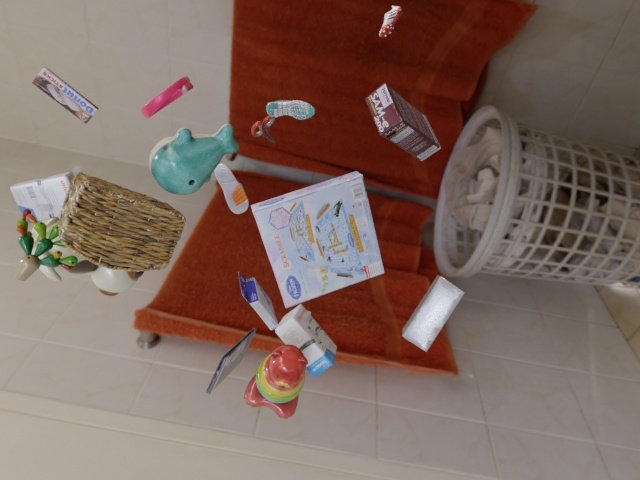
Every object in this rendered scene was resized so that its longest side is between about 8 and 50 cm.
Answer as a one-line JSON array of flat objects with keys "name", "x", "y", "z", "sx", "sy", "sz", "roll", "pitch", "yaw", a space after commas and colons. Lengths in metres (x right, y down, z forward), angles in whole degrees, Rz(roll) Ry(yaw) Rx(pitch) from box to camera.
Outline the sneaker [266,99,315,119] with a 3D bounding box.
[{"name": "sneaker", "x": -0.096, "y": -0.455, "z": 1.486, "sx": 0.076, "sy": 0.166, "sz": 0.065, "roll": -66, "pitch": -17, "yaw": -56}]

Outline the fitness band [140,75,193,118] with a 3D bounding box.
[{"name": "fitness band", "x": -0.603, "y": -0.563, "z": 1.722, "sx": 0.054, "sy": 0.209, "sz": 0.291, "roll": 53, "pitch": -169, "yaw": -23}]

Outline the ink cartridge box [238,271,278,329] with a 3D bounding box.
[{"name": "ink cartridge box", "x": -0.275, "y": 0.254, "z": 1.922, "sx": 0.224, "sy": 0.045, "sz": 0.223, "roll": 56, "pitch": -179, "yaw": -28}]

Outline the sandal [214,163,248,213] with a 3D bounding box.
[{"name": "sandal", "x": -0.421, "y": -0.257, "z": 2.097, "sx": 0.076, "sy": 0.102, "sz": 0.265, "roll": -95, "pitch": -14, "yaw": -62}]

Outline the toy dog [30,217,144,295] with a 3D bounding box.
[{"name": "toy dog", "x": -0.922, "y": 0.051, "z": 1.788, "sx": 0.284, "sy": 0.408, "sz": 0.395, "roll": -41, "pitch": 39, "yaw": 7}]

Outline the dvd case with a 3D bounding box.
[{"name": "dvd case", "x": -0.303, "y": 0.411, "z": 1.505, "sx": 0.164, "sy": 0.018, "sz": 0.221, "roll": -63, "pitch": -11, "yaw": 22}]

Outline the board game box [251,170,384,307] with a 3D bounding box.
[{"name": "board game box", "x": 0.000, "y": 0.000, "z": 1.257, "sx": 0.066, "sy": 0.318, "sz": 0.319, "roll": -124, "pitch": 17, "yaw": -66}]

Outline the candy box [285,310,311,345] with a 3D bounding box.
[{"name": "candy box", "x": -0.108, "y": 0.421, "z": 2.053, "sx": 0.109, "sy": 0.053, "sz": 0.187, "roll": -19, "pitch": 53, "yaw": 63}]

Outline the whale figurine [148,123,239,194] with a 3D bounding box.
[{"name": "whale figurine", "x": -0.359, "y": -0.235, "z": 1.284, "sx": 0.141, "sy": 0.272, "sz": 0.216, "roll": 53, "pitch": 164, "yaw": 31}]

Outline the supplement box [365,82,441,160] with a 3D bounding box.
[{"name": "supplement box", "x": 0.232, "y": -0.320, "z": 1.204, "sx": 0.073, "sy": 0.239, "sz": 0.130, "roll": -32, "pitch": 63, "yaw": 30}]

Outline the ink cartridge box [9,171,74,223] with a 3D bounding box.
[{"name": "ink cartridge box", "x": -0.973, "y": -0.155, "z": 1.566, "sx": 0.082, "sy": 0.190, "sz": 0.140, "roll": -125, "pitch": 22, "yaw": -65}]

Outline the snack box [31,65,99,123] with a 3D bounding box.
[{"name": "snack box", "x": -0.783, "y": -0.446, "z": 1.343, "sx": 0.064, "sy": 0.178, "sz": 0.022, "roll": -43, "pitch": 28, "yaw": 12}]

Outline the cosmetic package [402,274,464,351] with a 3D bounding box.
[{"name": "cosmetic package", "x": 0.379, "y": 0.244, "z": 1.479, "sx": 0.238, "sy": 0.107, "sz": 0.127, "roll": -56, "pitch": -9, "yaw": 3}]

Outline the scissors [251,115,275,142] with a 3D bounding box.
[{"name": "scissors", "x": -0.227, "y": -0.424, "z": 1.758, "sx": 0.109, "sy": 0.021, "sz": 0.297, "roll": -40, "pitch": -3, "yaw": -10}]

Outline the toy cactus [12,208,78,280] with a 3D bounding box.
[{"name": "toy cactus", "x": -0.787, "y": 0.029, "z": 1.225, "sx": 0.180, "sy": 0.219, "sz": 0.112, "roll": -55, "pitch": 3, "yaw": -7}]

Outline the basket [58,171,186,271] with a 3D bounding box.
[{"name": "basket", "x": -0.581, "y": -0.040, "z": 1.261, "sx": 0.223, "sy": 0.299, "sz": 0.213, "roll": 25, "pitch": 94, "yaw": 54}]

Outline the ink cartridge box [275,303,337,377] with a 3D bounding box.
[{"name": "ink cartridge box", "x": -0.044, "y": 0.331, "z": 1.460, "sx": 0.086, "sy": 0.203, "sz": 0.148, "roll": -38, "pitch": 4, "yaw": 12}]

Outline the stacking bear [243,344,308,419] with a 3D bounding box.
[{"name": "stacking bear", "x": -0.118, "y": 0.410, "z": 1.326, "sx": 0.289, "sy": 0.175, "sz": 0.164, "roll": 113, "pitch": 178, "yaw": -53}]

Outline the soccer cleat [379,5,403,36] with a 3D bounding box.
[{"name": "soccer cleat", "x": 0.163, "y": -0.527, "z": 1.049, "sx": 0.083, "sy": 0.035, "sz": 0.029, "roll": -54, "pitch": -26, "yaw": 4}]
